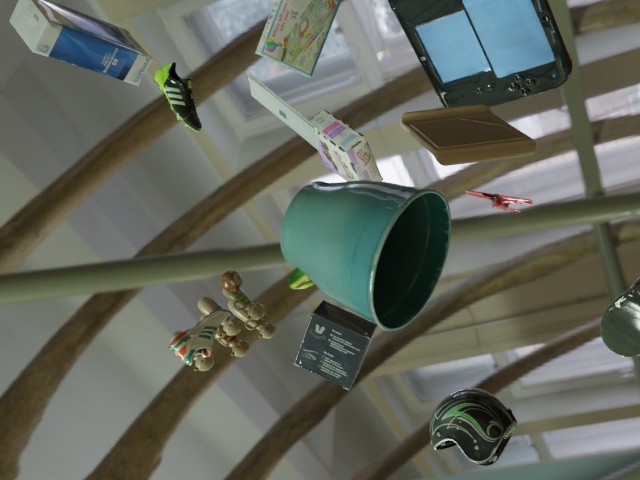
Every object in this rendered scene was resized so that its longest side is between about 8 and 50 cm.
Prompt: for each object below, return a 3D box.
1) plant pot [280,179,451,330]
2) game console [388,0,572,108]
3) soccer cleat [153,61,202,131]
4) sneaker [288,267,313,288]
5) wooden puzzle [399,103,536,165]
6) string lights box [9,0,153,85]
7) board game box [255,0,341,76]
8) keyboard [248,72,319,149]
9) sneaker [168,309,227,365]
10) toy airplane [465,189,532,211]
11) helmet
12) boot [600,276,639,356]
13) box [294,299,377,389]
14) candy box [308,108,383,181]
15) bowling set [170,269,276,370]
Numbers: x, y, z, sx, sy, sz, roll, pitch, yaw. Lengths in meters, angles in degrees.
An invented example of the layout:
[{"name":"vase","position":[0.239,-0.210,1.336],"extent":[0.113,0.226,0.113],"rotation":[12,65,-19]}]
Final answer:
[{"name":"plant pot","position":[0.073,0.000,1.433],"extent":[0.271,0.255,0.272],"rotation":[-31,-49,-43]},{"name":"game console","position":[0.385,-0.487,1.777],"extent":[0.386,0.342,0.060],"rotation":[55,-145,-32]},{"name":"soccer cleat","position":[-0.334,-0.349,1.812],"extent":[0.179,0.072,0.060],"rotation":[57,-160,0]},{"name":"sneaker","position":[0.000,0.000,1.993],"extent":[0.295,0.123,0.109],"rotation":[-57,-21,-1]},{"name":"wooden puzzle","position":[0.308,-0.222,1.593],"extent":[0.239,0.221,0.044],"rotation":[-116,21,-56]},{"name":"string lights box","position":[-0.500,-0.424,1.579],"extent":[0.259,0.077,0.133],"rotation":[9,-148,-51]},{"name":"board game box","position":[-0.035,-0.370,1.268],"extent":[0.103,0.026,0.154],"rotation":[19,-84,-28]},{"name":"keyboard","position":[-0.088,-0.304,1.751],"extent":[0.256,0.014,0.072],"rotation":[43,161,29]},{"name":"sneaker","position":[-0.257,0.219,1.658],"extent":[0.075,0.057,0.161],"rotation":[48,-133,10]},{"name":"toy airplane","position":[0.392,-0.084,1.634],"extent":[0.151,0.151,0.028],"rotation":[11,-90,-68]},{"name":"helmet","position":[0.325,0.405,1.629],"extent":[0.169,0.161,0.169],"rotation":[-41,-32,-32]},{"name":"boot","position":[0.570,0.057,1.190],"extent":[0.091,0.263,0.229],"rotation":[41,-144,24]},{"name":"box","position":[0.039,0.259,1.861],"extent":[0.093,0.156,0.158],"rotation":[-43,-25,-65]},{"name":"candy box","position":[0.063,-0.235,1.977],"extent":[0.196,0.070,0.165],"rotation":[41,166,44]},{"name":"bowling set","position":[-0.219,0.191,1.858],"extent":[0.154,0.200,0.287],"rotation":[39,-138,17]}]
